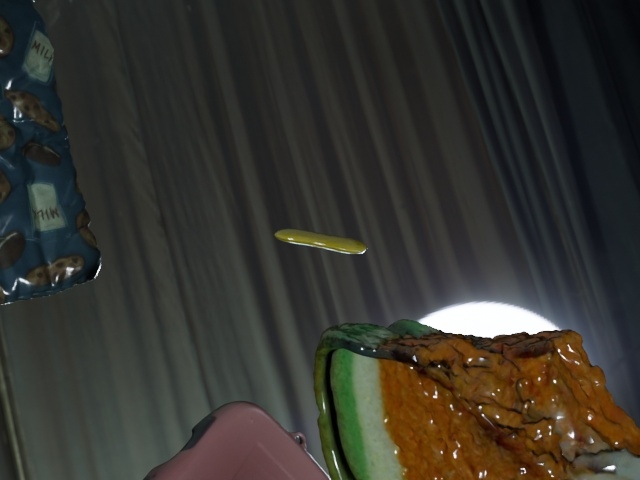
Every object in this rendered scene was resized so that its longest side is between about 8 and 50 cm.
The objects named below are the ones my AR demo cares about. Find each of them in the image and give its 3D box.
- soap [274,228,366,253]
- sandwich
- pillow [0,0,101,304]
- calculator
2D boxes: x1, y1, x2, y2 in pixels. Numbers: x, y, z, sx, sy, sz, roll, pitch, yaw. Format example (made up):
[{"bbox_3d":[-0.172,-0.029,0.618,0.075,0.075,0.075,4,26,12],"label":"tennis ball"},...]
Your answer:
[{"bbox_3d":[0.000,0.000,0.815,0.089,0.012,0.034,10,-165,9],"label":"soap"},{"bbox_3d":[0.116,0.158,0.585,0.212,0.292,0.109,-46,172,31],"label":"sandwich"},{"bbox_3d":[-0.267,-0.076,0.640,0.034,0.256,0.189,-16,177,39],"label":"pillow"},{"bbox_3d":[-0.093,0.307,0.860,0.048,0.220,0.330,-36,-169,43],"label":"calculator"}]
